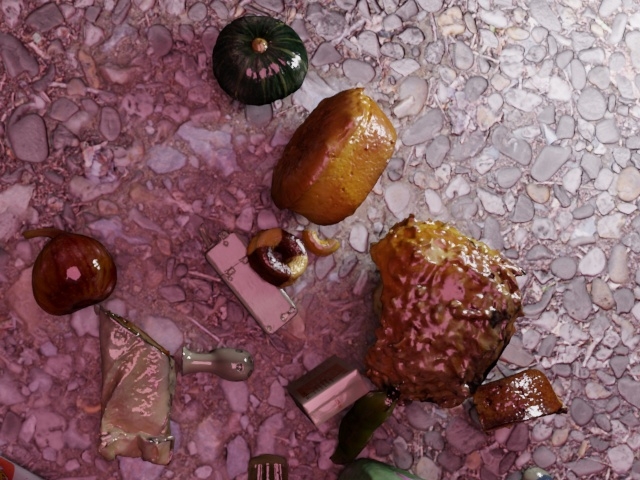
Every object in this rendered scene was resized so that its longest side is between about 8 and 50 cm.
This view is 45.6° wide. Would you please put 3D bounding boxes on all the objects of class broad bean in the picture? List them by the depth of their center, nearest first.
[{"bbox_3d":[0.089,0.385,1.614,0.077,0.339,0.061,41,47,13],"label":"broad bean"}]

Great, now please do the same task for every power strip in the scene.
[{"bbox_3d":[-0.169,0.074,1.683,0.093,0.053,0.288,-38,94,-10],"label":"power strip"}]

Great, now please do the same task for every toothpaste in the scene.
[{"bbox_3d":[-0.625,0.508,1.578,0.234,0.057,0.089,25,89,0],"label":"toothpaste"}]

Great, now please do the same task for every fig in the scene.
[{"bbox_3d":[-0.519,0.042,1.573,0.175,0.175,0.207,-16,71,-11],"label":"fig"}]

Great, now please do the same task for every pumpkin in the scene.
[{"bbox_3d":[-0.133,-0.391,1.667,0.211,0.152,0.211,-1,75,3],"label":"pumpkin"}]

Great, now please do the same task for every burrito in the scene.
[{"bbox_3d":[-0.386,0.305,1.607,0.175,0.107,0.348,-1,89,-26],"label":"burrito"}]

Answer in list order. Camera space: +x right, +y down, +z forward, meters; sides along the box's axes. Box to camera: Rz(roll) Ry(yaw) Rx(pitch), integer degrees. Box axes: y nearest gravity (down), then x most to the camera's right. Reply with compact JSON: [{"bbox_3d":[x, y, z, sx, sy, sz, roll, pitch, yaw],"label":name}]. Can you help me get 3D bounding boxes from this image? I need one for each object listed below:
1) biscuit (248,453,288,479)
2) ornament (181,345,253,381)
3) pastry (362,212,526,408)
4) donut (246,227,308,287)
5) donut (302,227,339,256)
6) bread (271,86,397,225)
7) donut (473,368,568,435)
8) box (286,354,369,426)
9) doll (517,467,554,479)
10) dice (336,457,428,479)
[{"bbox_3d":[-0.112,0.636,1.674,0.099,0.038,0.322,0,87,-8],"label":"biscuit"},{"bbox_3d":[-0.223,0.265,1.656,0.156,0.081,0.075,4,120,-8],"label":"ornament"},{"bbox_3d":[0.264,0.153,1.641,0.337,0.292,0.405,3,84,1],"label":"pastry"},{"bbox_3d":[-0.091,0.032,1.672,0.140,0.059,0.140,16,61,-30],"label":"donut"},{"bbox_3d":[0.000,0.000,1.727,0.067,0.038,0.083,-32,95,-8],"label":"donut"},{"bbox_3d":[0.021,-0.173,1.620,0.172,0.312,0.312,36,81,-19],"label":"bread"},{"bbox_3d":[0.456,0.369,1.752,0.186,0.144,0.126,-25,70,14],"label":"donut"},{"bbox_3d":[0.011,0.318,1.630,0.141,0.201,0.058,-32,97,-9],"label":"box"},{"bbox_3d":[0.488,0.674,1.742,0.258,0.154,0.228,-43,99,-3],"label":"doll"},{"bbox_3d":[0.169,0.658,1.579,0.322,0.330,0.318,24,81,-7],"label":"dice"}]
